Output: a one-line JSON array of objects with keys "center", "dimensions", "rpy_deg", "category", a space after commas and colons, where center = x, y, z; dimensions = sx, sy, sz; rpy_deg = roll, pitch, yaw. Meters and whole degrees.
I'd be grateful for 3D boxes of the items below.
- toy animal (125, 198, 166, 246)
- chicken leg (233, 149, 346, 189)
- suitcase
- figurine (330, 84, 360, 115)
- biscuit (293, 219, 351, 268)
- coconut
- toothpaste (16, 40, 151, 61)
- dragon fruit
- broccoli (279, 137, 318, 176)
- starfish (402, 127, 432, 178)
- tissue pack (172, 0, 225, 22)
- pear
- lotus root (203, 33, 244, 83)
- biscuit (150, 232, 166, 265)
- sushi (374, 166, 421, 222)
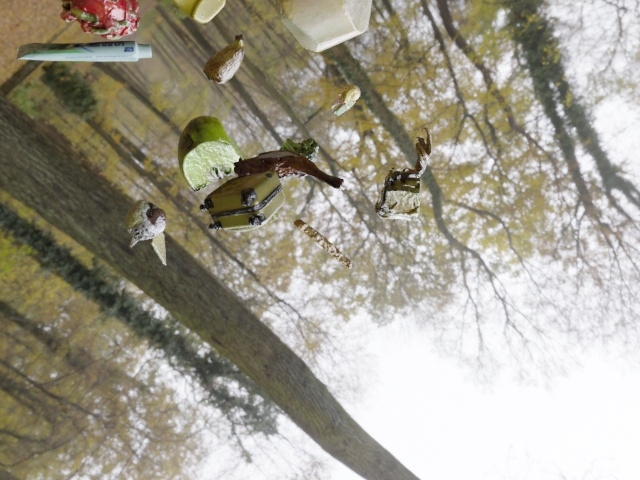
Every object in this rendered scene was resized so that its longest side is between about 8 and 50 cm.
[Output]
[{"center": [-0.435, -0.033, 1.298], "dimensions": [0.098, 0.099, 0.137], "rpy_deg": [-116, -142, -61], "category": "toy animal"}, {"center": [-0.105, -0.249, 1.804], "dimensions": [0.408, 0.095, 0.157], "rpy_deg": [10, -129, 9], "category": "chicken leg"}, {"center": [-0.231, -0.115, 1.617], "dimensions": [0.194, 0.143, 0.235], "rpy_deg": [-7, -156, 26], "category": "suitcase"}, {"center": [0.101, -0.590, 2.178], "dimensions": [0.187, 0.083, 0.083], "rpy_deg": [-25, -149, 50], "category": "figurine"}, {"center": [0.001, -0.001, 1.591], "dimensions": [0.033, 0.224, 0.144], "rpy_deg": [-50, -157, 0], "category": "biscuit"}, {"center": [0.024, -0.644, 1.381], "dimensions": [0.245, 0.239, 0.239], "rpy_deg": [-15, -142, 29], "category": "coconut"}, {"center": [-0.562, -0.454, 1.246], "dimensions": [0.297, 0.048, 0.074], "rpy_deg": [-6, -134, -17], "category": "toothpaste"}, {"center": [-0.557, -0.592, 1.307], "dimensions": [0.160, 0.166, 0.172], "rpy_deg": [-25, 179, 38], "category": "dragon fruit"}, {"center": [-0.120, -0.398, 2.489], "dimensions": [0.197, 0.176, 0.226], "rpy_deg": [-95, -152, -59], "category": "broccoli"}, {"center": [0.338, -0.295, 1.760], "dimensions": [0.146, 0.074, 0.189], "rpy_deg": [-53, 166, -57], "category": "starfish"}, {"center": [-0.326, -0.638, 1.277], "dimensions": [0.123, 0.178, 0.127], "rpy_deg": [-38, -130, 10], "category": "tissue pack"}, {"center": [-0.437, -0.333, 1.903], "dimensions": [0.239, 0.255, 0.163], "rpy_deg": [-27, -120, 5], "category": "pear"}, {"center": [-0.321, -0.625, 1.802], "dimensions": [0.191, 0.094, 0.108], "rpy_deg": [-39, -172, 17], "category": "lotus root"}, {"center": [-0.629, -0.003, 2.006], "dimensions": [0.016, 0.231, 0.138], "rpy_deg": [-7, -112, -7], "category": "biscuit"}, {"center": [0.239, -0.126, 1.526], "dimensions": [0.291, 0.139, 0.130], "rpy_deg": [94, 2, -72], "category": "sushi"}]
